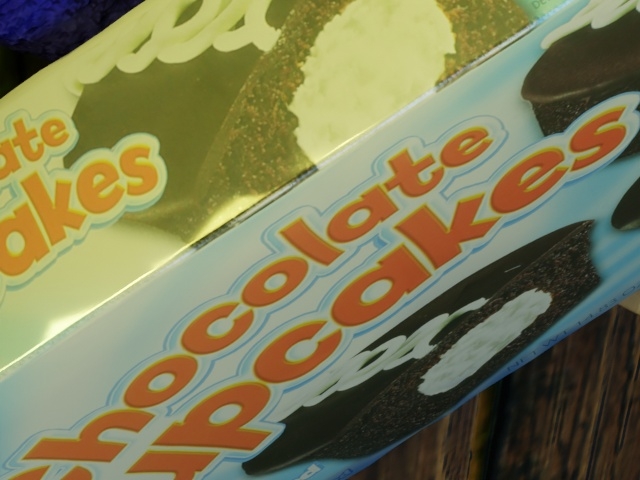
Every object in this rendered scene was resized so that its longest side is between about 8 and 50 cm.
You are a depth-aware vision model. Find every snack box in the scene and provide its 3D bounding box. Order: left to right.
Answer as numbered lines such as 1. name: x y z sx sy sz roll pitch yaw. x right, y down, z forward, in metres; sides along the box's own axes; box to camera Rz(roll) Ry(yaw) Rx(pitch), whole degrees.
1. snack box: 0.000 0.000 0.472 0.322 0.060 0.187 -33 157 3

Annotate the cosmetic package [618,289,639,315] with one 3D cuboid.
1. cosmetic package: 0.077 -0.015 0.628 0.115 0.060 0.041 23 105 -51

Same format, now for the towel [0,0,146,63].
1. towel: 0.012 -0.165 0.413 0.227 0.076 0.308 18 109 -50
